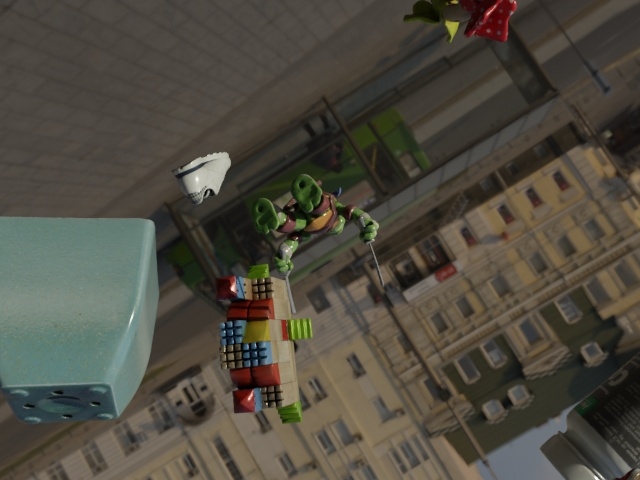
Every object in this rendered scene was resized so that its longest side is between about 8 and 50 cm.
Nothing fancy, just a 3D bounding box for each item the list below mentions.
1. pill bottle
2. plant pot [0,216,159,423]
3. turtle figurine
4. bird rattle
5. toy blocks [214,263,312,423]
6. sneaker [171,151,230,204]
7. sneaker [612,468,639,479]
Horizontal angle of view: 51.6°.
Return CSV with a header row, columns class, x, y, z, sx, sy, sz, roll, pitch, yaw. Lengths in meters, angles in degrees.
class,x,y,z,sx,sy,sz,roll,pitch,yaw
pill bottle,0.661,0.393,1.401,0.361,0.204,0.204,-42,172,4
plant pot,-0.380,0.136,1.013,0.248,0.252,0.247,0,144,-12
turtle figurine,0.000,0.000,1.258,0.198,0.274,0.266,5,169,26
bird rattle,0.278,-0.498,1.315,0.143,0.206,0.253,-1,-170,-22
toy blocks,-0.139,0.228,1.469,0.191,0.381,0.261,-8,171,12
sneaker,-0.271,-0.149,1.566,0.090,0.094,0.235,-23,-171,22
sneaker,0.456,0.399,1.058,0.118,0.042,0.067,-53,-145,2
